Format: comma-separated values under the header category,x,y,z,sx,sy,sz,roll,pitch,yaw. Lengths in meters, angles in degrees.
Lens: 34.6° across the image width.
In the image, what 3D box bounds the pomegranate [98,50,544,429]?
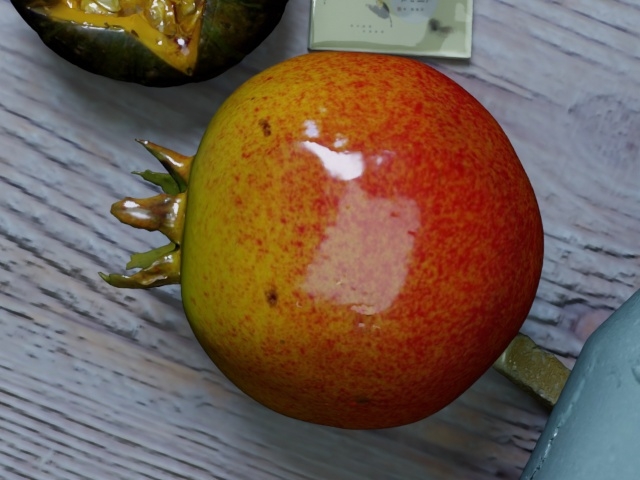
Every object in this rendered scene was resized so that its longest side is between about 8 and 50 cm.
category,x,y,z,sx,sy,sz,roll,pitch,yaw
pomegranate,0.000,0.000,0.602,0.257,0.221,0.221,2,92,4

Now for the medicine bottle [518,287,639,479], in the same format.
category,x,y,z,sx,sy,sz,roll,pitch,yaw
medicine bottle,0.264,0.111,0.601,0.245,0.245,0.290,23,90,-4

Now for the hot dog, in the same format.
category,x,y,z,sx,sy,sz,roll,pitch,yaw
hot dog,0.146,0.091,0.697,0.090,0.034,0.030,37,79,-23

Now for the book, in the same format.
category,x,y,z,sx,sy,sz,roll,pitch,yaw
book,0.048,-0.164,0.692,0.111,0.014,0.077,3,92,-3

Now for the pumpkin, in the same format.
category,x,y,z,sx,sy,sz,roll,pitch,yaw
pumpkin,-0.096,-0.151,0.637,0.183,0.119,0.107,-11,129,2
